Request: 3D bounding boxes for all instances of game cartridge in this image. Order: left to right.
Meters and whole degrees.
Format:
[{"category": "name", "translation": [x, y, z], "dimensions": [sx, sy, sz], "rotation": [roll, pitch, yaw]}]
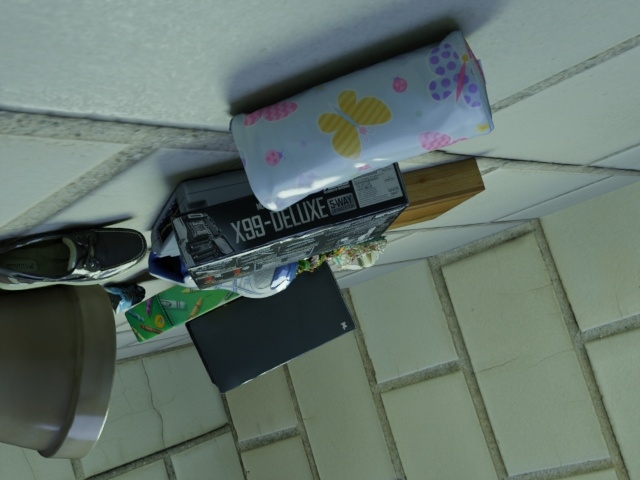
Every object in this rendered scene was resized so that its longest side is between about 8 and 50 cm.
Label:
[{"category": "game cartridge", "translation": [-0.140, -0.045, 1.158], "dimensions": [0.196, 0.060, 0.294], "rotation": [-10, 170, -24]}]

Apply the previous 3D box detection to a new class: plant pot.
[{"category": "plant pot", "translation": [-0.550, 0.222, 1.344], "dimensions": [0.280, 0.323, 0.323], "rotation": [8, 158, -34]}]

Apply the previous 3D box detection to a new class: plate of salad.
[{"category": "plate of salad", "translation": [-0.007, 0.037, 1.648], "dimensions": [0.199, 0.048, 0.200], "rotation": [-27, 180, 0]}]

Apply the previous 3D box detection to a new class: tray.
[{"category": "tray", "translation": [0.091, -0.057, 1.476], "dimensions": [0.410, 0.076, 0.203], "rotation": [-15, 172, -23]}]

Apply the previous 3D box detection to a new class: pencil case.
[{"category": "pencil case", "translation": [0.044, -0.123, 0.808], "dimensions": [0.273, 0.114, 0.124], "rotation": [-19, -178, 14]}]

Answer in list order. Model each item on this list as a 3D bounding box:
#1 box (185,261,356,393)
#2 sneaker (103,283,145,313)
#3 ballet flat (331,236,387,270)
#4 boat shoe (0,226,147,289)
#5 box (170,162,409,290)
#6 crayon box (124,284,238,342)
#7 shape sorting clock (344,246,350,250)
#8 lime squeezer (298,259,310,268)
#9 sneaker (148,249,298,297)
[{"category": "box", "translation": [-0.130, 0.202, 1.828], "dimensions": [0.343, 0.179, 0.312], "rotation": [-25, 180, -14]}, {"category": "sneaker", "translation": [-0.420, 0.115, 1.659], "dimensions": [0.073, 0.063, 0.162], "rotation": [-27, -179, -3]}, {"category": "ballet flat", "translation": [0.111, 0.043, 2.157], "dimensions": [0.091, 0.077, 0.240], "rotation": [-26, 169, 42]}, {"category": "boat shoe", "translation": [-0.352, 0.024, 1.080], "dimensions": [0.223, 0.080, 0.073], "rotation": [-9, 174, -22]}, {"category": "box", "translation": [-0.045, -0.018, 1.093], "dimensions": [0.307, 0.077, 0.242], "rotation": [-17, 172, -7]}, {"category": "crayon box", "translation": [-0.274, 0.124, 1.704], "dimensions": [0.278, 0.081, 0.165], "rotation": [-26, 179, -42]}, {"category": "shape sorting clock", "translation": [0.000, 0.000, 1.769], "dimensions": [0.206, 0.040, 0.206], "rotation": [-14, 163, -4]}, {"category": "lime squeezer", "translation": [-0.130, 0.032, 1.586], "dimensions": [0.310, 0.059, 0.110], "rotation": [-1, 177, 31]}, {"category": "sneaker", "translation": [-0.179, 0.048, 1.347], "dimensions": [0.296, 0.112, 0.131], "rotation": [-7, 173, 36]}]
